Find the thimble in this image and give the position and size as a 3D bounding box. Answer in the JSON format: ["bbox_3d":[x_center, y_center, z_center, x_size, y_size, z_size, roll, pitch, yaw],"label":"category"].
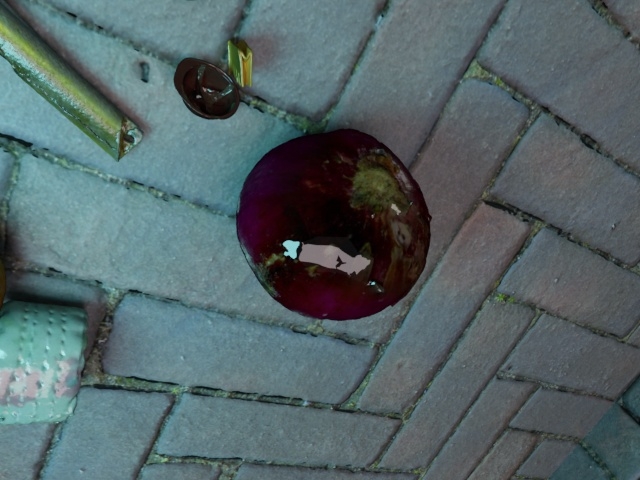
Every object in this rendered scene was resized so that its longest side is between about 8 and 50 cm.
[{"bbox_3d":[-0.495,0.217,0.884,0.149,0.211,0.185,11,145,-29],"label":"thimble"}]

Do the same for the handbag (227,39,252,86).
[{"bbox_3d":[-0.126,-0.281,0.807,0.027,0.083,0.061,-7,124,-17],"label":"handbag"}]

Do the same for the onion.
[{"bbox_3d":[0.000,0.000,0.923,0.347,0.348,0.385,9,150,-26],"label":"onion"}]

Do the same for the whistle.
[{"bbox_3d":[-0.396,-0.244,0.736,0.068,0.057,0.326,-40,126,5],"label":"whistle"}]

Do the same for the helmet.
[{"bbox_3d":[-0.191,-0.236,0.825,0.111,0.057,0.089,32,69,-24],"label":"helmet"}]

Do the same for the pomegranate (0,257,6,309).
[{"bbox_3d":[-0.595,0.070,0.741,0.248,0.248,0.248,-10,123,-16],"label":"pomegranate"}]
